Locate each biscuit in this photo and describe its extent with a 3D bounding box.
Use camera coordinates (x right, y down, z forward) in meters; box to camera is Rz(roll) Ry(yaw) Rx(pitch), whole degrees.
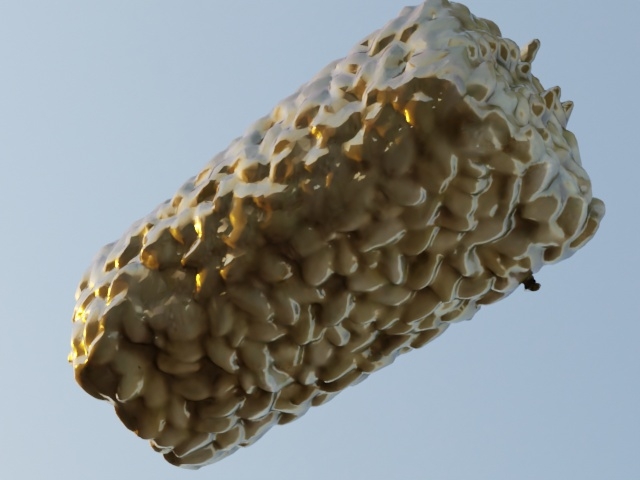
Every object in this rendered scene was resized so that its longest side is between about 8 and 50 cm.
[{"bbox_3d":[0.000,0.000,0.548,0.168,0.082,0.070,-33,-50,21],"label":"biscuit"}]
